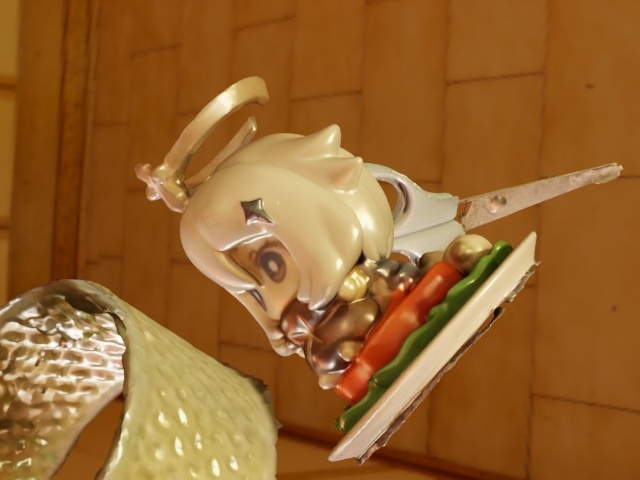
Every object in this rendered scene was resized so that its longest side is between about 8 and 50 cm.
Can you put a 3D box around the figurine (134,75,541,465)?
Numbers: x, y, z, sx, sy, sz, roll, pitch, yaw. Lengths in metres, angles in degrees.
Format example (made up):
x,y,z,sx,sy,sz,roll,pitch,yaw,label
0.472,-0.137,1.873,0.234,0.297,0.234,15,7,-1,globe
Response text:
x,y,z,sx,sy,sz,roll,pitch,yaw,label
0.000,0.000,0.518,0.154,0.132,0.132,42,126,7,figurine

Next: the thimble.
x,y,z,sx,sy,sz,roll,pitch,yaw,label
-0.171,0.169,0.845,0.271,0.150,0.270,-26,44,28,thimble

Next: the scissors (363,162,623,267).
x,y,z,sx,sy,sz,roll,pitch,yaw,label
0.164,-0.029,1.314,0.029,0.360,0.191,-119,15,-60,scissors
